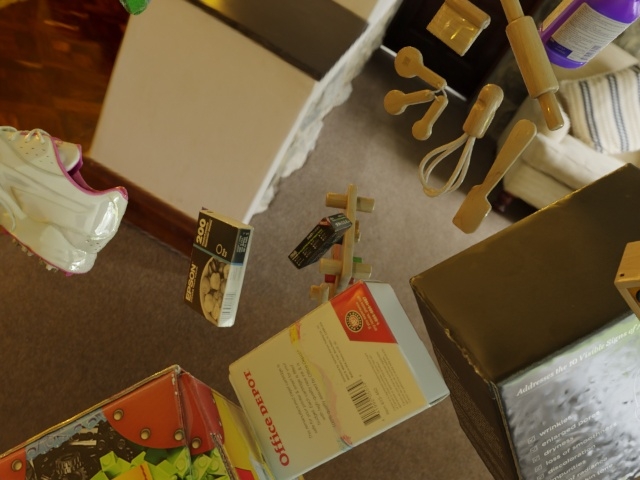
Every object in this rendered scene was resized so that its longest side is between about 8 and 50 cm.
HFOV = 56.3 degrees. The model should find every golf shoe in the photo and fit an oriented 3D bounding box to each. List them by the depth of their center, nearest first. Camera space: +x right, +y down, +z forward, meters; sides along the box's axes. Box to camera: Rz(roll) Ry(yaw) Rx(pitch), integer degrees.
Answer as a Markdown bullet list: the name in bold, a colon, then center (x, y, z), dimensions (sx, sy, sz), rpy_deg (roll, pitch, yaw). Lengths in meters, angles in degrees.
- **golf shoe**: center (-0.372, -0.095, 0.717), dimensions (0.306, 0.140, 0.115), rpy_deg (42, 1, -20)

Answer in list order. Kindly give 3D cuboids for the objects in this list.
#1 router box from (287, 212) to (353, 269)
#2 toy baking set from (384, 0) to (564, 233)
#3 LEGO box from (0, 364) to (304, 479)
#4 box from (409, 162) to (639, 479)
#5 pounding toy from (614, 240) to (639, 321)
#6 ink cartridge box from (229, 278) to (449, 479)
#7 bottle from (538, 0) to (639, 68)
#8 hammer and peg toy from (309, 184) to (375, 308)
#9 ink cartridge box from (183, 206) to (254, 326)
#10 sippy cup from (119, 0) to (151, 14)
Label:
- **router box**: center (0.000, 0.000, 1.221), dimensions (0.038, 0.122, 0.092), rpy_deg (49, 24, 11)
- **toy baking set**: center (0.173, -0.148, 0.678), dimensions (0.030, 0.196, 0.256), rpy_deg (-9, 74, -48)
- **LEGO box**: center (-0.084, 0.377, 0.599), dimensions (0.193, 0.500, 0.373), rpy_deg (-27, 67, -6)
- **box**: center (0.481, 0.202, 1.099), dimensions (0.479, 0.472, 0.297), rpy_deg (-27, 37, -4)
- **pounding toy**: center (0.434, 0.075, 0.681), dimensions (0.141, 0.130, 0.100), rpy_deg (49, 56, -18)
- **ink cartridge box**: center (0.014, 0.136, 0.585), dimensions (0.072, 0.175, 0.128), rpy_deg (9, 50, -62)
- **bottle**: center (0.511, -0.425, 1.068), dimensions (0.118, 0.283, 0.092), rpy_deg (18, 66, -10)
- **hammer and peg toy**: center (0.052, 0.070, 1.502), dimensions (0.127, 0.266, 0.362), rpy_deg (8, 63, -5)
- **ink cartridge box**: center (-0.230, 0.047, 1.244), dimensions (0.045, 0.207, 0.208), rpy_deg (5, 11, -41)
- **sippy cup**: center (-0.262, -0.516, 0.943), dimensions (0.306, 0.224, 0.240), rpy_deg (60, -9, -7)
